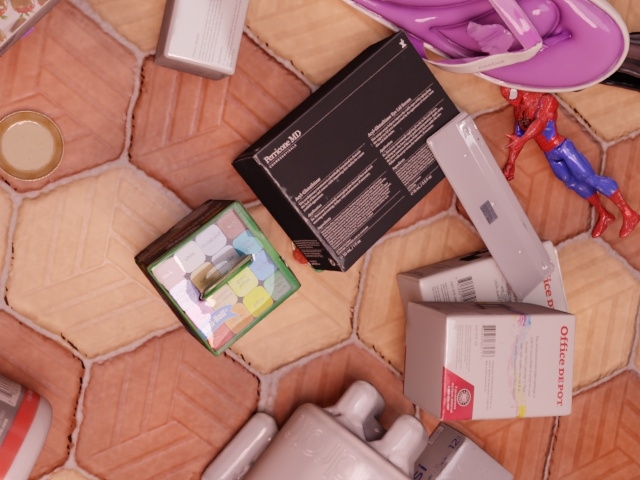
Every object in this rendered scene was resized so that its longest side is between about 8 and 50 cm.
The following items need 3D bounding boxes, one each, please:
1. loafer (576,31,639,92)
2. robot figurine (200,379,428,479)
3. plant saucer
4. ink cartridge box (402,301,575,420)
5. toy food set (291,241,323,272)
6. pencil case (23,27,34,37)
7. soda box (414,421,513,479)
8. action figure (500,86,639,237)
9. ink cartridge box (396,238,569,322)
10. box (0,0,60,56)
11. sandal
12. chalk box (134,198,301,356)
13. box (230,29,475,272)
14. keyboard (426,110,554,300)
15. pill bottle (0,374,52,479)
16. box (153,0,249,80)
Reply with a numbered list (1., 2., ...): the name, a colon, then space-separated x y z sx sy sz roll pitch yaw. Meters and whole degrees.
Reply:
1. loafer: 0.389 -0.246 1.224 0.303 0.109 0.095 -3 101 -18
2. robot figurine: -0.010 0.347 1.085 0.300 0.200 0.353 33 81 24
3. plant saucer: -0.350 -0.113 1.041 0.083 0.015 0.083 -1 95 -17
4. ink cartridge box: 0.209 0.146 1.086 0.176 0.127 0.128 2 93 -16
5. toy food set: 0.000 0.000 1.158 0.083 0.020 0.083 -15 98 -16
6. pencil case: -0.399 -0.322 0.973 0.086 0.088 0.206 -45 104 -25
7. soda box: 0.131 0.397 1.190 0.098 0.091 0.286 41 81 -15
8. action figure: 0.318 -0.096 1.214 0.139 0.091 0.280 -44 105 -20
9. ink cartridge box: 0.228 0.094 1.202 0.208 0.087 0.153 -14 98 -15
10. box: -0.292 -0.304 0.950 0.063 0.067 0.324 43 55 -17
11. sandal: 0.178 -0.276 1.097 0.416 0.169 0.102 21 46 2
12. chalk box: -0.120 0.040 1.021 0.132 0.213 0.132 -38 104 -12
13. box: 0.048 -0.113 1.112 0.261 0.103 0.184 -42 107 -18
14. keyboard: 0.225 -0.042 1.132 0.072 0.014 0.256 -37 106 -14
15. pill bottle: -0.493 0.186 0.916 0.363 0.210 0.210 31 84 -17
16. box: -0.145 -0.255 1.052 0.087 0.102 0.101 12 91 -20
